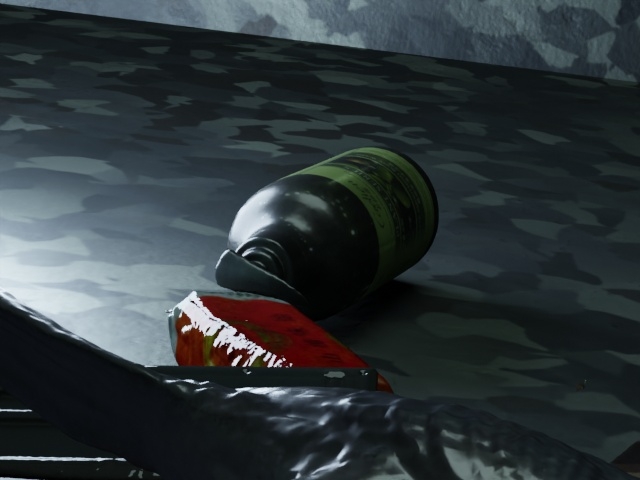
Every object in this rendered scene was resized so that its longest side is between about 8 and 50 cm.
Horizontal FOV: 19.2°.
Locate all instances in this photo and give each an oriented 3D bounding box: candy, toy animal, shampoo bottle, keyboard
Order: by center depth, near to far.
[{"bbox_3d":[0.008,0.094,0.576,0.367,0.081,0.206,8,26,20],"label":"toy animal"},{"bbox_3d":[-0.055,0.088,0.967,0.381,0.041,0.103,-4,32,7],"label":"keyboard"},{"bbox_3d":[-0.024,0.079,1.091,0.086,0.059,0.292,1,16,-27],"label":"candy"},{"bbox_3d":[0.000,0.000,1.313,0.101,0.101,0.284,12,13,17],"label":"shampoo bottle"}]

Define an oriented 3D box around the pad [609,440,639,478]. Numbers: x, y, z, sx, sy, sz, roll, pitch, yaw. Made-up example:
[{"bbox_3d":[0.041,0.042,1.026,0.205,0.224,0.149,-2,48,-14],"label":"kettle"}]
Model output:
[{"bbox_3d":[0.286,0.173,0.985,0.330,0.004,0.220,14,15,24],"label":"pad"}]
